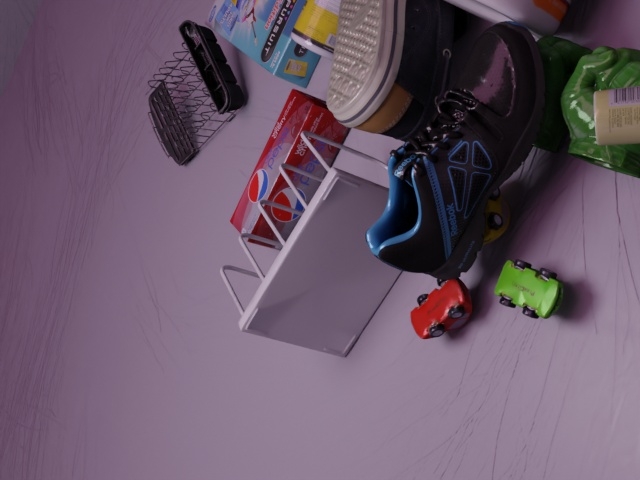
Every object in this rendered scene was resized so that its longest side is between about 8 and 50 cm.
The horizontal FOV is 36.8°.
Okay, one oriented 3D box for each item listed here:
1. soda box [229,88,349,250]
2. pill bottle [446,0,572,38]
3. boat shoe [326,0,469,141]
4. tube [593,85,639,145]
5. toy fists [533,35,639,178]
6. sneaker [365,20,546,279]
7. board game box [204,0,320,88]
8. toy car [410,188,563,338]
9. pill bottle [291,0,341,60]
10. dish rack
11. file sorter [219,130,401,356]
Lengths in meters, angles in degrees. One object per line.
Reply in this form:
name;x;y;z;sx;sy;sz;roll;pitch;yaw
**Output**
soda box;-0.053;-0.118;1.644;0.083;0.092;0.263;45;112;51
pill bottle;0.285;-0.480;1.236;0.224;0.224;0.392;39;107;51
boat shoe;0.132;-0.348;1.452;0.187;0.156;0.500;-34;36;47
tube;0.415;-0.139;1.020;0.240;0.062;0.070;-4;113;20
toy fists;0.316;-0.178;1.187;0.279;0.096;0.142;29;99;54
sneaker;0.168;-0.110;1.194;0.125;0.140;0.340;37;114;54
board game box;-0.077;-0.467;1.824;0.336;0.079;0.253;44;112;51
toy car;0.233;0.048;1.243;0.225;0.053;0.239;28;100;53
pill bottle;0.032;-0.406;1.638;0.103;0.103;0.184;44;111;50
dish rack;-0.275;-0.289;1.967;0.271;0.074;0.208;-39;69;38
file sorter;0.000;0.000;1.452;0.277;0.193;0.173;-58;36;20
